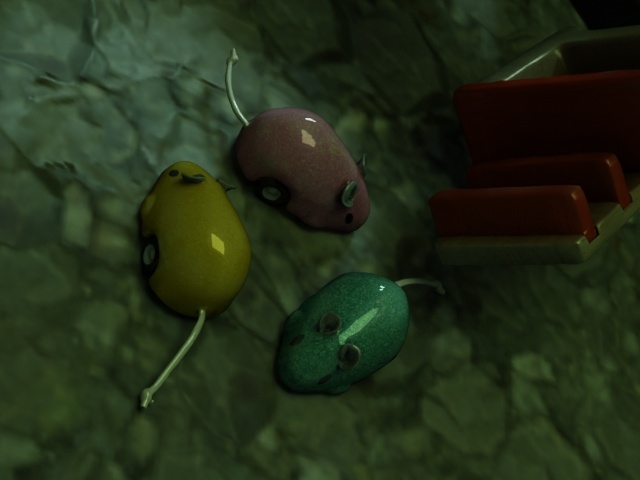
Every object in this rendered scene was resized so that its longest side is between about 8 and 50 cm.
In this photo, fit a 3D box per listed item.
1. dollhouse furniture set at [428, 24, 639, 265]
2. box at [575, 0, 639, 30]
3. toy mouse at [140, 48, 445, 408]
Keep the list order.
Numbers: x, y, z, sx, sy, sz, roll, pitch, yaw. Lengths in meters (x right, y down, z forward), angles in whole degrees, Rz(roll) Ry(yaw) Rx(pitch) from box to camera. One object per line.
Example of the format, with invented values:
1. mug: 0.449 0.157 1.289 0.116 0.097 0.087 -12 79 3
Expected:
1. dollhouse furniture set: 0.076 -0.135 0.694 0.135 0.262 0.259 -36 115 -43
2. box: 0.317 -0.125 0.828 0.179 0.312 0.343 -27 83 -45
3. toy mouse: 0.000 0.000 0.694 0.143 0.031 0.161 17 55 -31
